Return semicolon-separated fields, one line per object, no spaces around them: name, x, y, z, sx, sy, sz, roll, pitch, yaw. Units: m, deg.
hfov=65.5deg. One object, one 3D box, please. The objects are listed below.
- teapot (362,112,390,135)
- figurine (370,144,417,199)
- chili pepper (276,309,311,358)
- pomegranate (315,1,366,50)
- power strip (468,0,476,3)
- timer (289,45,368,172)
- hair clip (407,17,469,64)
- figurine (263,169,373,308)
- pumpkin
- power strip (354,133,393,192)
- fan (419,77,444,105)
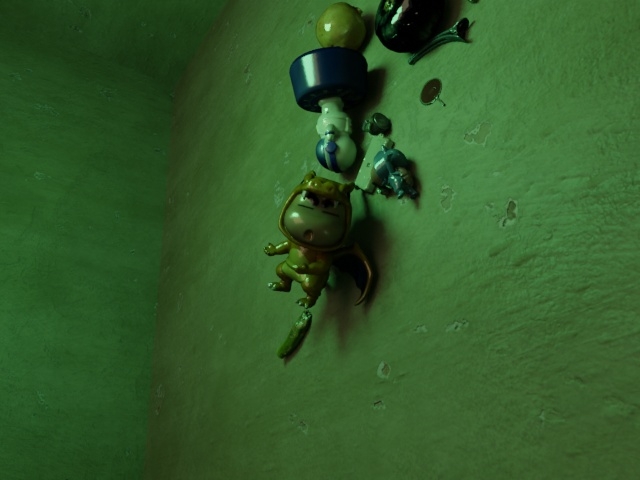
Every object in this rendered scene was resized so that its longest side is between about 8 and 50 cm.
teapot;0.172;-0.366;1.584;0.057;0.087;0.066;-49;53;53
figurine;0.202;-0.179;1.448;0.144;0.114;0.178;-50;49;33
chili pepper;-0.089;0.327;1.700;0.052;0.050;0.202;38;110;16
pomegranate;0.073;-0.770;1.811;0.191;0.191;0.191;-27;55;47
power strip;0.435;-0.709;1.401;0.017;0.027;0.083;11;84;57
timer;0.040;-0.418;1.683;0.270;0.270;0.384;-14;78;52
hair clip;0.344;-0.579;1.476;0.229;0.039;0.070;-7;70;59
figurine;-0.026;-0.011;1.538;0.401;0.267;0.388;33;113;59
pumpkin;0.267;-0.689;1.513;0.233;0.163;0.233;-35;46;46
power strip;0.167;-0.244;1.581;0.081;0.035;0.192;34;105;55
fan;0.330;-0.424;1.448;0.085;0.005;0.133;-54;37;26
